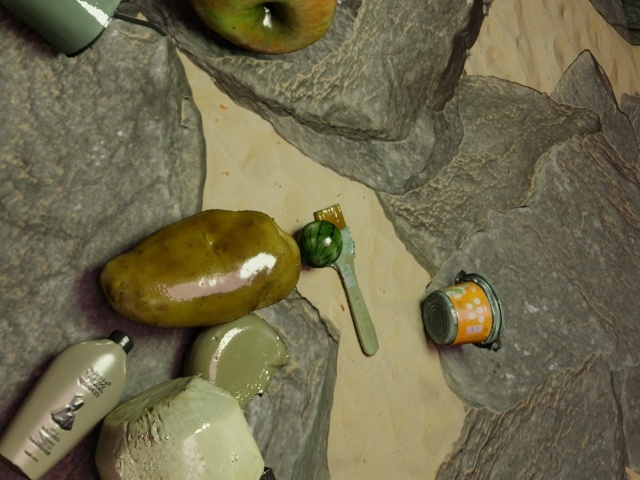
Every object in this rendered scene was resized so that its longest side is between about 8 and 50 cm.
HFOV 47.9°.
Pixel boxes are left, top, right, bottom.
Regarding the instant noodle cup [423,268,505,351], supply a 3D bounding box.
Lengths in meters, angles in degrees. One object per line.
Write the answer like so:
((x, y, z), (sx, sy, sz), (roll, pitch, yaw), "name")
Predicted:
((0.316, 0.172, 1.656), (0.125, 0.208, 0.178), (-8, 130, -24), "instant noodle cup")

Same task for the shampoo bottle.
((-0.386, 0.245, 1.124), (0.127, 0.078, 0.257), (49, 55, -20), "shampoo bottle")

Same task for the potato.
((-0.196, 0.048, 1.260), (0.369, 0.176, 0.196), (-16, 97, -34), "potato")

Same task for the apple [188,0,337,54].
((-0.110, -0.512, 1.365), (0.309, 0.277, 0.250), (33, 46, -46), "apple")

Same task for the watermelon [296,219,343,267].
((0.001, 0.004, 1.466), (0.109, 0.109, 0.109), (8, 77, -37), "watermelon")

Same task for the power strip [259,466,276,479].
((-0.130, 0.459, 1.321), (0.111, 0.029, 0.038), (-28, 100, -39), "power strip")

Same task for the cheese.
((-0.164, 0.230, 1.298), (0.175, 0.091, 0.202), (50, 57, -21), "cheese")

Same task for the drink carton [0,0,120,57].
((-0.435, -0.416, 1.154), (0.189, 0.191, 0.186), (35, 59, -40), "drink carton")

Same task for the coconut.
((-0.216, 0.356, 1.130), (0.245, 0.245, 0.247), (-28, 98, -38), "coconut")

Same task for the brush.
((0.066, 0.089, 1.552), (0.085, 0.020, 0.337), (-22, 96, -39), "brush")
